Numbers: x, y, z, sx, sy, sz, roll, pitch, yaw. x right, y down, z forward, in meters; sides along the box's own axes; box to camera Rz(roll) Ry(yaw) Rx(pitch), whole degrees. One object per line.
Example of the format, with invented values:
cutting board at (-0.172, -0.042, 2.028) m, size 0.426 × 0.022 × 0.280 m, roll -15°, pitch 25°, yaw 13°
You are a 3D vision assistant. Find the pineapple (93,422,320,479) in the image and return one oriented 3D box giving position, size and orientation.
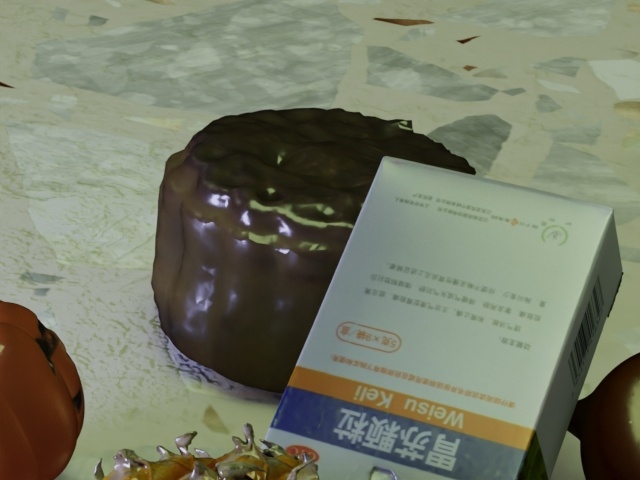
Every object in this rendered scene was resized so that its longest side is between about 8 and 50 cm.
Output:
pineapple at (-0.141, 0.229, 1.280) m, size 0.286 × 0.209 × 0.344 m, roll 1°, pitch 27°, yaw -5°

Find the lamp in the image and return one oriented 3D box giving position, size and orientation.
lamp at (-0.274, 0.140, 1.512) m, size 0.187 × 0.164 × 0.187 m, roll -18°, pitch 24°, yaw 8°

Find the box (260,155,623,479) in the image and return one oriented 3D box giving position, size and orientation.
box at (0.099, 0.096, 1.541) m, size 0.200 × 0.106 × 0.299 m, roll 14°, pitch 62°, yaw 20°

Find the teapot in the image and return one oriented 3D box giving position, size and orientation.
teapot at (0.310, 0.184, 1.554) m, size 0.252 × 0.135 × 0.178 m, roll 28°, pitch 65°, yaw 8°

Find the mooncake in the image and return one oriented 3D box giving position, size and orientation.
mooncake at (0.001, 0.001, 1.808) m, size 0.324 × 0.187 × 0.324 m, roll 5°, pitch 24°, yaw -2°
